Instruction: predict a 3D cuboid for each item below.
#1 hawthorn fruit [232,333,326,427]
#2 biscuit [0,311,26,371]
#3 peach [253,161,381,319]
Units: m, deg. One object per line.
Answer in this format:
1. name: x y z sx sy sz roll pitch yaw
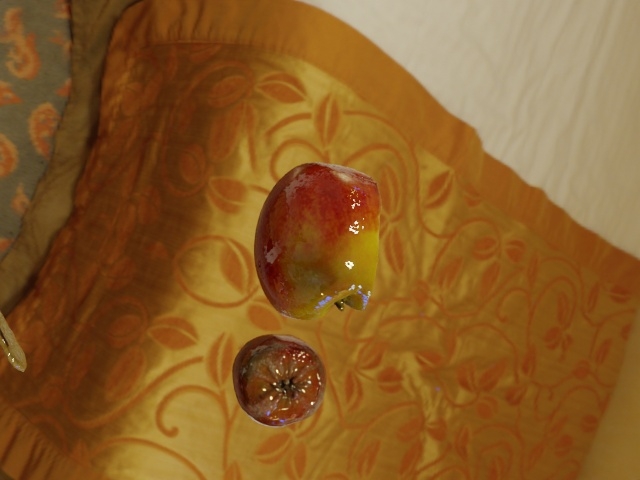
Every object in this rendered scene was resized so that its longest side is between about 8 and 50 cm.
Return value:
1. hawthorn fruit: -0.076 0.245 1.338 0.173 0.173 0.172 -11 108 -38
2. biscuit: -0.492 0.137 1.160 0.018 0.071 0.147 -30 96 -12
3. peach: -0.003 -0.002 0.696 0.151 0.151 0.118 -49 120 -21
